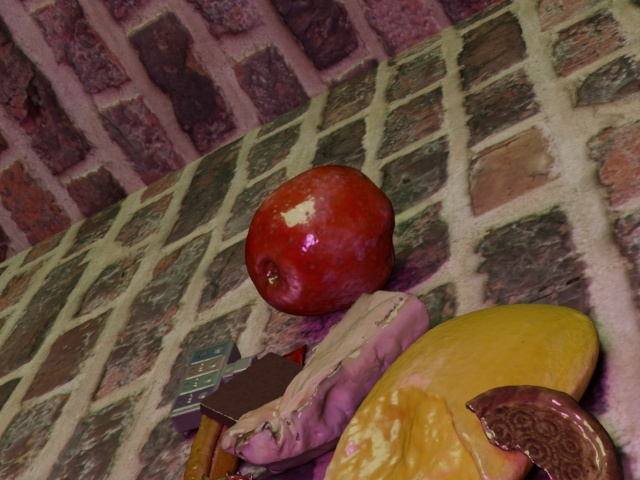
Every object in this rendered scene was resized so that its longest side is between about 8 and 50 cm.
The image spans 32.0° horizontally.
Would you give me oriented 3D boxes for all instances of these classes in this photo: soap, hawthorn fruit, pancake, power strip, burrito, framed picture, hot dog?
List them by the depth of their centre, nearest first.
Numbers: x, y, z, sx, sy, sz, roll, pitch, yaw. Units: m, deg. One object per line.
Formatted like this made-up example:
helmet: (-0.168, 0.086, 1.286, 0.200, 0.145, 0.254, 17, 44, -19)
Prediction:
pancake: (0.243, 0.234, 1.237, 0.190, 0.020, 0.184, 22, 49, 13)
soap: (0.181, 0.208, 1.410, 0.306, 0.115, 0.427, -13, 24, 42)
burrito: (0.016, 0.220, 1.603, 0.332, 0.135, 0.190, -43, 15, -20)
hot dog: (-0.166, 0.333, 1.681, 0.061, 0.088, 0.286, -31, 15, 23)
framed picture: (-0.085, 0.241, 1.740, 0.128, 0.023, 0.168, 19, 36, 34)
power strip: (-0.171, 0.248, 1.941, 0.145, 0.061, 0.216, -19, 23, 16)
hawthorn fruit: (0.000, 0.000, 1.951, 0.284, 0.284, 0.284, -28, 20, 11)

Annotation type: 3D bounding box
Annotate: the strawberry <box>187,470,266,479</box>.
strawberry: (-0.110, 0.389, 1.450, 0.174, 0.098, 0.228, -6, 22, -39)

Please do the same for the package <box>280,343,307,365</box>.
package: (-0.061, 0.232, 1.852, 0.083, 0.022, 0.200, -28, 18, 11)
